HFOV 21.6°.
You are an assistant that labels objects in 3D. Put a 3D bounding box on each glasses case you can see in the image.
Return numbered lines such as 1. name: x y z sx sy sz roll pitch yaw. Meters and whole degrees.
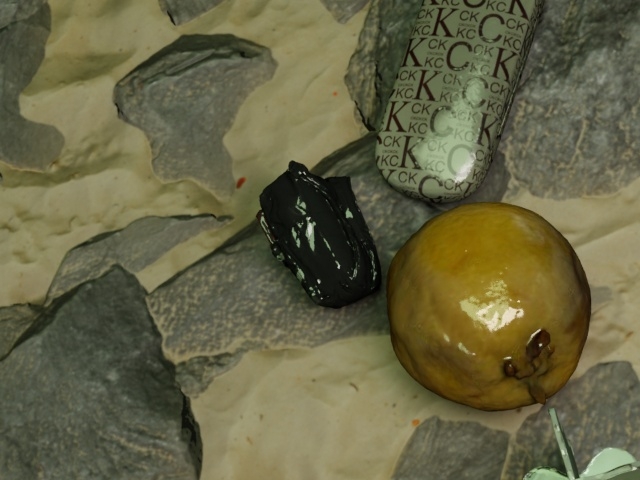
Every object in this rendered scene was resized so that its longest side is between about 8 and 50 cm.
1. glasses case: 0.170 -0.211 1.970 0.137 0.085 0.354 15 75 18

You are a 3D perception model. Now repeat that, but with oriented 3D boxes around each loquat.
1. loquat: 0.181 0.070 1.808 0.238 0.193 0.238 -6 46 6

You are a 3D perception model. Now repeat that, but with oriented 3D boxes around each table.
1. table: 0.265 0.266 1.706 0.166 0.198 0.166 -5 70 13

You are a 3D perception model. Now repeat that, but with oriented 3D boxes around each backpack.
1. backpack: -0.001 0.001 1.924 0.106 0.120 0.165 -32 64 25
